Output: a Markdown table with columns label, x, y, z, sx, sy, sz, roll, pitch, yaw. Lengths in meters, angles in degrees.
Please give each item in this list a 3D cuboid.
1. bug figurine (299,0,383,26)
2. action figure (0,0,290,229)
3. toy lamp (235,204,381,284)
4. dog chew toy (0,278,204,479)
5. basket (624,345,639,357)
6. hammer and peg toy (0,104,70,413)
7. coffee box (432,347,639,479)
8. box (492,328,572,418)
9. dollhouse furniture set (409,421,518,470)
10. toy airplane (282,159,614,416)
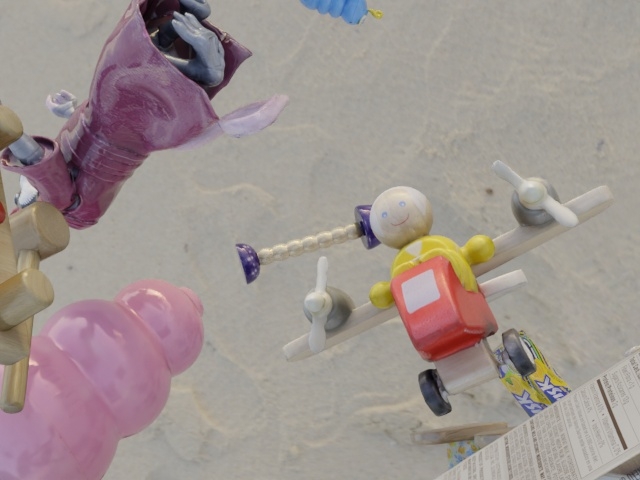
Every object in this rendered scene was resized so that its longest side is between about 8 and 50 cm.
| label | x | y | z | sx | sy | sz | roll | pitch | yaw |
| --- | --- | --- | --- | --- | --- | --- | --- | --- | --- |
| bug figurine | -0.020 | -0.321 | 0.917 | 0.216 | 0.279 | 0.072 | 17 | 72 | -1 |
| action figure | -0.228 | -0.120 | 0.991 | 0.276 | 0.248 | 0.370 | 40 | 112 | -2 |
| toy lamp | 0.000 | 0.000 | 1.424 | 0.274 | 0.080 | 0.080 | -17 | 64 | -8 |
| dog chew toy | -0.275 | 0.166 | 1.030 | 0.206 | 0.206 | 0.332 | 33 | 56 | 30 |
| basket | 0.472 | 0.189 | 1.066 | 0.113 | 0.103 | 0.167 | -15 | 69 | -7 |
| hammer and peg toy | -0.322 | -0.015 | 0.740 | 0.127 | 0.361 | 0.266 | -29 | 60 | 15 |
| coffee box | 0.175 | 0.155 | 0.461 | 0.246 | 0.098 | 0.141 | -37 | 98 | 16 |
| box | 0.327 | 0.222 | 1.298 | 0.169 | 0.054 | 0.059 | 52 | 141 | 9 |
| dollhouse furniture set | 0.247 | 0.414 | 1.042 | 0.394 | 0.256 | 0.362 | -20 | 74 | 55 |
| toy airplane | 0.164 | 0.044 | 1.194 | 0.272 | 0.386 | 0.384 | 60 | 149 | -3 |
